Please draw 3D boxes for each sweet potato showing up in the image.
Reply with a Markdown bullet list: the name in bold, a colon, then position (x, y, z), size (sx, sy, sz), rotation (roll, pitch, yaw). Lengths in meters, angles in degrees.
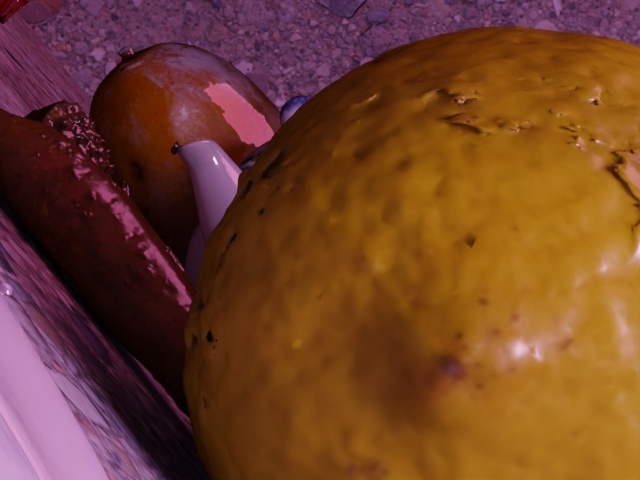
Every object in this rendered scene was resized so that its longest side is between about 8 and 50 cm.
- **sweet potato**: position (-0.125, 0.012, 1.037), size (0.314, 0.072, 0.066), rotation (47, -15, 10)

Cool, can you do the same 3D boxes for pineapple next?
- **pineapple**: position (-0.160, -0.021, 1.172), size (0.159, 0.074, 0.074), rotation (56, -2, -17)

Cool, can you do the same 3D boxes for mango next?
- **mango**: position (-0.099, -0.035, 1.695), size (0.384, 0.199, 0.221), rotation (63, -11, -20)

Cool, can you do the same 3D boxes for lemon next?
- **lemon**: position (0.101, 0.059, 0.896), size (0.350, 0.350, 0.387), rotation (50, 11, 6)

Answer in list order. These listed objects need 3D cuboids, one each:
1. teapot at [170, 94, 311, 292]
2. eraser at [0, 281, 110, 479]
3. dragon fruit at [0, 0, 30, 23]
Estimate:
- **teapot**: position (0.000, 0.000, 1.509), size (0.424, 0.252, 0.280), rotation (18, 59, -59)
- **eraser**: position (-0.141, -0.009, 0.387), size (0.243, 0.059, 0.204), rotation (53, 1, 24)
- **dragon fruit**: position (-0.289, -0.214, 1.213), size (0.166, 0.136, 0.133), rotation (45, 45, -24)
